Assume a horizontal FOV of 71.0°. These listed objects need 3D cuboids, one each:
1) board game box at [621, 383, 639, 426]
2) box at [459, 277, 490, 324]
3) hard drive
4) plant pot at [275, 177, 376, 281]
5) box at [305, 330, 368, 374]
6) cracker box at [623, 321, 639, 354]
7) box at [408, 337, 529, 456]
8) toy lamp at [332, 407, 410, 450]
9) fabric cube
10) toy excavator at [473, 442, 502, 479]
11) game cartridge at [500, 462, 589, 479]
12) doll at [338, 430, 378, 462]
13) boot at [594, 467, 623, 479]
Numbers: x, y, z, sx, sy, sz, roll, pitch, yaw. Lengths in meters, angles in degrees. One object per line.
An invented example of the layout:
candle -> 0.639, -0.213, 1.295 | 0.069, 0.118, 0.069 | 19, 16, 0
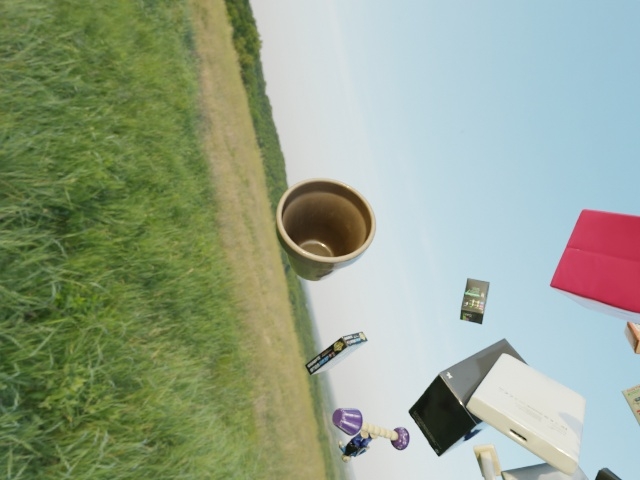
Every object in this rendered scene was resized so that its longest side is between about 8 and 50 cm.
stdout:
board game box -> 1.236, 0.628, 1.546 | 0.224, 0.098, 0.303 | -49, -148, 39
box -> 0.352, 0.138, 1.023 | 0.062, 0.052, 0.083 | 66, 39, -54
hard drive -> 0.519, 0.403, 1.107 | 0.353, 0.233, 0.047 | -8, 122, -57
plant pot -> 0.000, 0.000, 1.229 | 0.229, 0.263, 0.262 | 106, -26, -55
box -> 0.067, 0.456, 1.818 | 0.175, 0.220, 0.051 | 6, 46, -57
cracker box -> 1.295, 0.382, 1.682 | 0.156, 0.233, 0.067 | -44, 139, -62
box -> 0.482, 0.502, 1.427 | 0.182, 0.297, 0.293 | 54, -32, 32
toy lamp -> 0.148, 0.554, 1.326 | 0.275, 0.080, 0.080 | 32, 25, -31
fabric cube -> 0.857, 0.084, 1.235 | 0.258, 0.254, 0.258 | 20, -94, 60
toy excavator -> 0.628, 0.975, 1.548 | 0.433, 0.223, 0.444 | 25, 52, -65
game cartridge -> 0.551, 0.659, 1.001 | 0.062, 0.198, 0.296 | 66, 11, -62
doll -> 0.123, 0.721, 1.577 | 0.046, 0.129, 0.188 | -100, -149, -50
boot -> 0.968, 0.870, 1.404 | 0.207, 0.094, 0.246 | -169, -109, -72
